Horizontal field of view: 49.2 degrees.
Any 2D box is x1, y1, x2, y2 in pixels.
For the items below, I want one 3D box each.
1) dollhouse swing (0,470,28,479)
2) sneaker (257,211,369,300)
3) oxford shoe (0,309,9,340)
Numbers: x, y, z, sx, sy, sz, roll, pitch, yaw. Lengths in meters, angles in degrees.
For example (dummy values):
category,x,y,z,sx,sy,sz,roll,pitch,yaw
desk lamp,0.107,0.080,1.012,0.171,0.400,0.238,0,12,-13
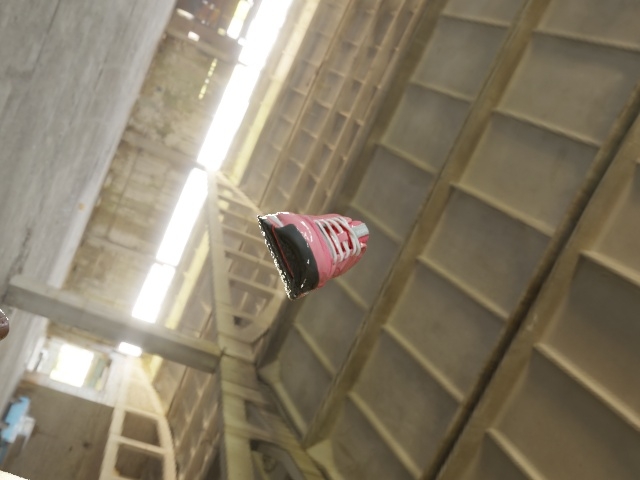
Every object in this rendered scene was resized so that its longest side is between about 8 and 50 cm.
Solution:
category,x,y,z,sx,sy,sz,roll,pitch,yaw
dollhouse swing,-0.404,0.402,0.817,0.347,0.305,0.315,4,-133,36
sneaker,0.000,-0.001,0.936,0.314,0.136,0.116,143,-75,-87
oxford shoe,-0.513,0.026,0.829,0.133,0.364,0.130,-3,128,-60
